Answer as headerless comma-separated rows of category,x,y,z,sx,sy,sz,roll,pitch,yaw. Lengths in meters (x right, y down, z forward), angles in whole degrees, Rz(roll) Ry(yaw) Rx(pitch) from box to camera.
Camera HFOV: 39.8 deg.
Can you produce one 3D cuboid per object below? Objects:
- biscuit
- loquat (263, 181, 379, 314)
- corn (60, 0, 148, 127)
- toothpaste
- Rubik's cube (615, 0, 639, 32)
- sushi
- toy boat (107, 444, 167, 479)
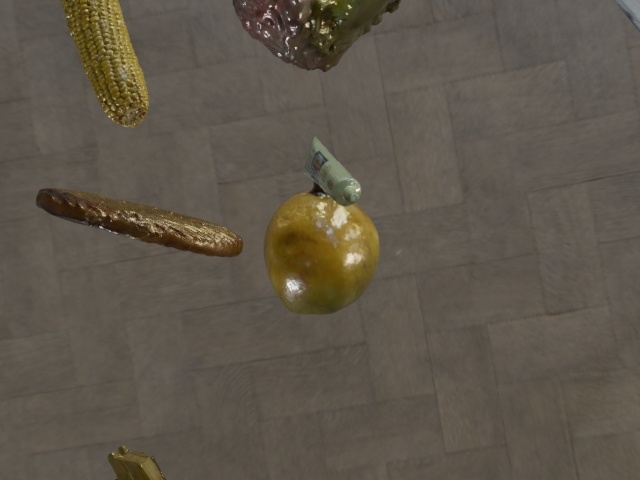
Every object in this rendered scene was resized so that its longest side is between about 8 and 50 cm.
biscuit,-0.269,-0.030,1.344,0.317,0.318,0.040,16,93,6
loquat,0.000,0.000,1.503,0.213,0.213,0.246,5,113,6
corn,-0.368,-0.330,1.500,0.106,0.106,0.293,-21,79,6
toothpaste,0.012,-0.090,1.205,0.038,0.233,0.060,6,107,-18
Rubik's cube,0.242,-0.230,0.430,0.207,0.205,0.205,38,74,-29
sushi,0.017,-0.241,0.826,0.107,0.241,0.161,40,113,16
toy boat,-0.262,0.421,1.362,0.088,0.068,0.226,-33,86,7
